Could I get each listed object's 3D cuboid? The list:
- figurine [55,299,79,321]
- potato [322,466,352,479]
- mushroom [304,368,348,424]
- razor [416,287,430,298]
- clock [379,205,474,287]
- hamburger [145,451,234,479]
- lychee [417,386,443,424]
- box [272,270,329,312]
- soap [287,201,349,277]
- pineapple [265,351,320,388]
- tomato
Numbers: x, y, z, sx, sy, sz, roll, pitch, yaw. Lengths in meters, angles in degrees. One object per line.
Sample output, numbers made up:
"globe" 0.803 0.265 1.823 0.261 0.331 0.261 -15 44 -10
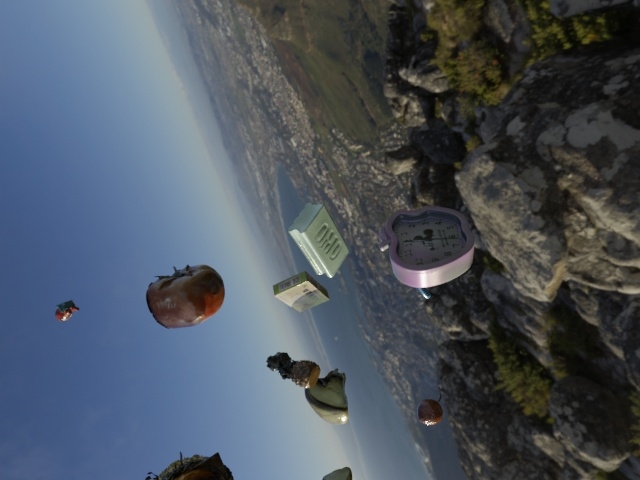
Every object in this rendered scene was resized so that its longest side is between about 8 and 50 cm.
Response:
"figurine" -1.140 0.315 1.807 0.075 0.140 0.068 56 -148 -3
"potato" 0.062 0.762 1.254 0.066 0.103 0.096 60 -175 -5
"mushroom" 0.026 0.805 2.064 0.292 0.218 0.211 -88 -2 -60
"razor" 0.397 0.164 1.732 0.253 0.042 0.082 48 -164 -24
"clock" 0.376 0.015 1.462 0.338 0.339 0.102 -122 12 -47
"hamburger" -0.350 0.676 1.077 0.139 0.243 0.261 18 120 54
"lychee" 0.463 0.704 1.684 0.101 0.140 0.114 -134 35 -53
"box" -0.088 0.250 1.935 0.260 0.175 0.062 48 -159 -53
"soap" 0.000 0.000 1.571 0.088 0.159 0.265 10 144 40
"pineapple" -0.118 0.526 1.671 0.237 0.111 0.119 9 159 33
"tomato" -0.363 0.151 1.174 0.214 0.155 0.180 -41 -69 -60
